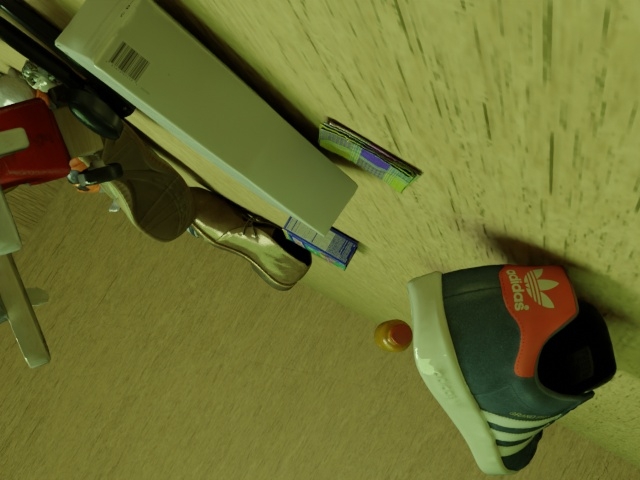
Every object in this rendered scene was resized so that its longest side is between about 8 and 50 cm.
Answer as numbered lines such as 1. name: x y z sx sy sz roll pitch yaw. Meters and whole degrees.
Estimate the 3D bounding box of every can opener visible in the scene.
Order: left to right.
1. can opener: -0.277 -0.192 0.686 0.186 0.059 0.073 48 -170 -39

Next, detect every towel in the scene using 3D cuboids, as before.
1. towel: 0.034 -0.064 0.489 0.083 0.009 0.060 30 172 -1

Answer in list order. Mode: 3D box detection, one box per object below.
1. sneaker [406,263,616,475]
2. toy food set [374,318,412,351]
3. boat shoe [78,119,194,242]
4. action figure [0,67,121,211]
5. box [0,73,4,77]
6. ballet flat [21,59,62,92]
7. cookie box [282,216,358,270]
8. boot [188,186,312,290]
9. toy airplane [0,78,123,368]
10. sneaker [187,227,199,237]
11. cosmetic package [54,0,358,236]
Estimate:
1. sneaker: 0.201 0.132 0.596 0.148 0.131 0.350 -16 145 18
2. toy food set: 0.191 0.124 0.767 0.232 0.111 0.104 23 171 2
3. boat shoe: -0.338 -0.125 1.134 0.110 0.122 0.341 39 164 35
4. action figure: -0.557 -0.239 1.306 0.341 0.179 0.330 57 180 29
5. box: -0.782 -0.357 1.403 0.130 0.091 0.170 35 171 -38
6. ballet flat: -0.406 -0.238 0.928 0.114 0.041 0.041 24 171 38
7. cookie box: 0.000 0.000 0.949 0.107 0.040 0.092 30 174 5
8. boot: -0.147 -0.024 1.283 0.305 0.112 0.115 36 141 -10
9. toy airplane: -0.407 -0.085 0.700 0.384 0.273 0.386 77 178 -59
10. sneaker: -0.345 -0.075 1.586 0.153 0.099 0.282 33 170 -6
11. cosmetic package: -0.079 -0.095 0.499 0.239 0.060 0.099 36 175 -42
